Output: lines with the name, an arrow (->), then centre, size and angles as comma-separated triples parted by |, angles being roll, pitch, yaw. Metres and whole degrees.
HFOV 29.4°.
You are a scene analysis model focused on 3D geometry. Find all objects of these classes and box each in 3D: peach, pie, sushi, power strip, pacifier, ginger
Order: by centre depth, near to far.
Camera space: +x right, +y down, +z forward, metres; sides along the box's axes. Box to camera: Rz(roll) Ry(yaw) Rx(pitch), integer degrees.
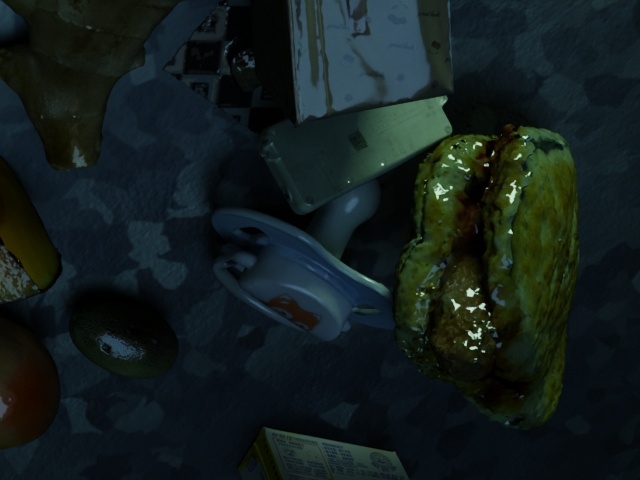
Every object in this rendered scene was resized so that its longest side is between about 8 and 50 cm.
ginger -> -0.283, -0.248, 1.356 | 0.236, 0.166, 0.375 | 15, 112, -38
sushi -> -0.038, -0.231, 1.524 | 0.219, 0.047, 0.231 | 33, 108, -35
power strip -> 0.045, -0.132, 1.543 | 0.270, 0.046, 0.118 | -28, 90, -24
peach -> -0.435, 0.191, 1.606 | 0.184, 0.184, 0.184 | -10, 126, -13
pacifier -> 0.000, 0.000, 1.638 | 0.299, 0.244, 0.233 | 36, 76, -22
pie -> 0.250, 0.046, 1.647 | 0.418, 0.180, 0.395 | 34, 65, -59

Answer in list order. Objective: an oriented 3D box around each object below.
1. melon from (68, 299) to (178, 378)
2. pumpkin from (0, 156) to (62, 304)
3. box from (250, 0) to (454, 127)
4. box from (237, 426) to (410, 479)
melon -> -0.270, 0.134, 1.667 | 0.162, 0.099, 0.099 | 23, 114, -30
pumpkin -> -0.458, -0.047, 1.442 | 0.148, 0.169, 0.312 | -31, 113, 11
box -> 0.022, -0.309, 1.349 | 0.190, 0.225, 0.297 | -10, 116, -13
box -> 0.020, 0.399, 1.919 | 0.265, 0.168, 0.097 | 15, 116, -30
